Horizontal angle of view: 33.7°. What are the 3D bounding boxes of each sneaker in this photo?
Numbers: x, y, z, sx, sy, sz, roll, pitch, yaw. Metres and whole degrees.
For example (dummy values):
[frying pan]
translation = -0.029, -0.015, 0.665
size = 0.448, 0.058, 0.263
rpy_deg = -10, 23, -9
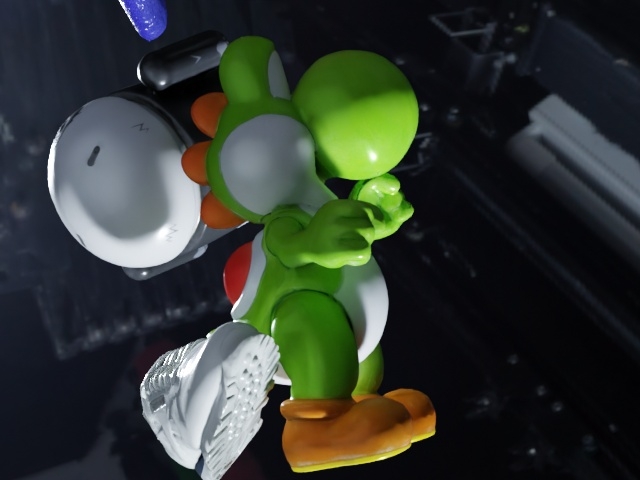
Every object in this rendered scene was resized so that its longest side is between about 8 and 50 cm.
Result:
[sneaker]
translation = -0.096, 0.120, 0.819
size = 0.095, 0.090, 0.235
rpy_deg = 38, -32, 10

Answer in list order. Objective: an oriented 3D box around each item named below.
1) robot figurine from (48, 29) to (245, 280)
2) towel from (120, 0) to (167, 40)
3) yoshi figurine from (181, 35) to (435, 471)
[robot figurine]
translation = -0.138, -0.081, 1.048
size = 0.174, 0.278, 0.209
rpy_deg = -15, -80, 42
[towel]
translation = -0.307, -0.452, 1.520
size = 0.308, 0.076, 0.227
rpy_deg = 67, 9, -68
[yoshi figurine]
translation = 0.024, -0.008, 0.867
size = 0.203, 0.203, 0.362
rpy_deg = -27, -105, 54
